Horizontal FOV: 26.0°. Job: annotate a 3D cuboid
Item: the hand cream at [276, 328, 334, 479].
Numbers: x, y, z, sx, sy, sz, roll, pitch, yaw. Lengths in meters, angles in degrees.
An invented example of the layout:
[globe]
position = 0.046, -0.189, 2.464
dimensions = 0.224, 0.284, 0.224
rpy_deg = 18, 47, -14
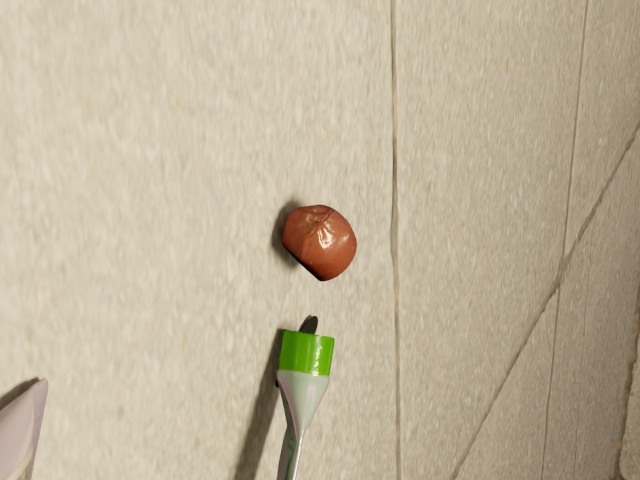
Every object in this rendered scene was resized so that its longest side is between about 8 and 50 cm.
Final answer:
[hand cream]
position = -0.030, 0.220, 1.260
dimensions = 0.079, 0.050, 0.275
rpy_deg = 21, 78, -71

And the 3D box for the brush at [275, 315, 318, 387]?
[brush]
position = -0.022, 0.105, 1.310
dimensions = 0.083, 0.008, 0.024
rpy_deg = -60, 150, -29

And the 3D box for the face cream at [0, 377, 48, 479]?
[face cream]
position = -0.219, 0.186, 0.798
dimensions = 0.274, 0.096, 0.154
rpy_deg = -42, 142, -75

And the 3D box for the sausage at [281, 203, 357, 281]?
[sausage]
position = 0.000, 0.000, 1.216
dimensions = 0.054, 0.059, 0.094
rpy_deg = -48, 157, -4
